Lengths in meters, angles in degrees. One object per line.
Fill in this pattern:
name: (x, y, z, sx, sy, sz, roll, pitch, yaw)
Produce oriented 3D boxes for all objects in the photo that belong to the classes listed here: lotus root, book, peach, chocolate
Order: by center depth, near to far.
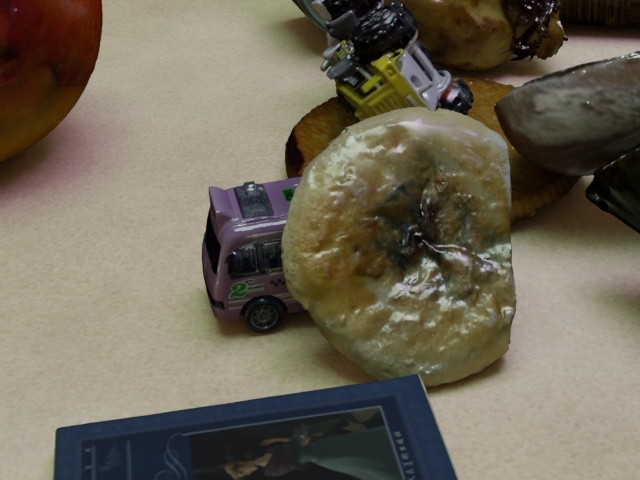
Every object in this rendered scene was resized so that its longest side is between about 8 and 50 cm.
book: (-0.043, 0.172, 0.779, 0.269, 0.025, 0.191, -7, 32, -6)
chocolate: (0.286, -0.111, 1.020, 0.254, 0.080, 0.157, -15, -9, 24)
peach: (-0.388, -0.223, 1.214, 0.373, 0.290, 0.372, -10, 30, 6)
lotus root: (0.135, -0.295, 1.368, 0.314, 0.169, 0.141, 20, 1, -3)

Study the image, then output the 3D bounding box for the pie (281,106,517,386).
pie: (0.062, 0.004, 0.905, 0.185, 0.218, 0.052, -4, -6, -4)

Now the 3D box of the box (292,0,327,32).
box: (0.049, -0.377, 1.478, 0.226, 0.226, 0.149, -12, 32, -14)

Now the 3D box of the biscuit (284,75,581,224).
biscuit: (0.114, -0.088, 1.179, 0.305, 0.038, 0.305, -3, 33, 2)

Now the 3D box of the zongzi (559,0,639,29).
zongzi: (0.379, -0.340, 1.508, 0.248, 0.111, 0.241, 9, 27, 11)

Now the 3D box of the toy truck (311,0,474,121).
toy truck: (0.054, -0.185, 1.187, 0.111, 0.136, 0.286, -37, 28, 7)

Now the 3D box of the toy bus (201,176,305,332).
toy bus: (0.000, 0.000, 0.977, 0.199, 0.108, 0.096, -9, 31, -9)

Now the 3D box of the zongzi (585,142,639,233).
zongzi: (0.427, -0.061, 0.806, 0.362, 0.319, 0.383, -37, 31, -1)
